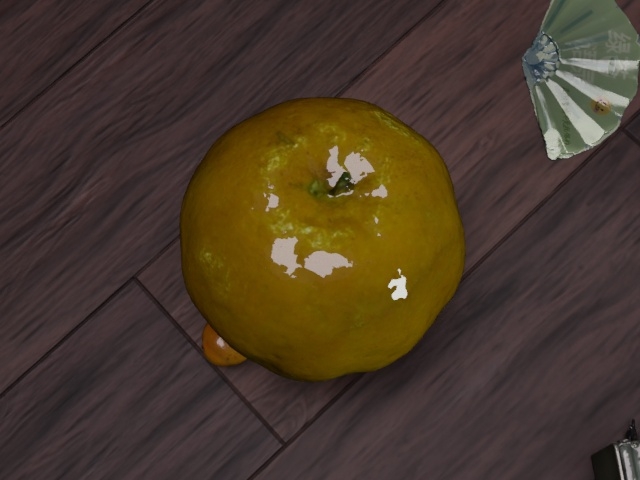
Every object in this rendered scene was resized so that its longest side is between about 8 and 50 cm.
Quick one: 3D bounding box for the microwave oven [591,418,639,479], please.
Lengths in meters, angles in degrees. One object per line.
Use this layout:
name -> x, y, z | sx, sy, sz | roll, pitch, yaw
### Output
microwave oven -> 0.388, 0.246, 0.906 | 0.241, 0.145, 0.194 | -7, 75, 4

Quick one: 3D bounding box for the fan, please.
fan -> 0.291, -0.200, 1.122 | 0.131, 0.009, 0.240 | 7, 73, 5

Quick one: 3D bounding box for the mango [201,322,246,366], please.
mango -> -0.086, 0.093, 1.052 | 0.089, 0.046, 0.060 | -41, 75, -20

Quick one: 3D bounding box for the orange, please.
orange -> 0.000, 0.000, 0.968 | 0.279, 0.235, 0.279 | 2, 63, -4
